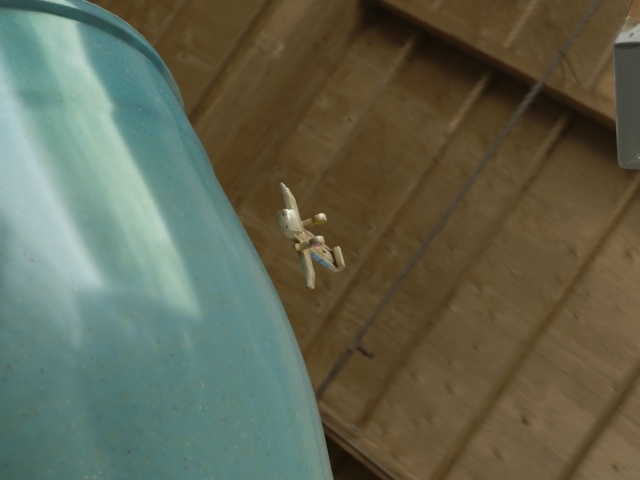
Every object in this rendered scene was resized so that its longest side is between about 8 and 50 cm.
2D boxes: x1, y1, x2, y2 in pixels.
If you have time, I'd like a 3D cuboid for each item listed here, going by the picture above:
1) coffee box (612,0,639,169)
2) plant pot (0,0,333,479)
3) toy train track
[{"bbox_3d":[0.292,-0.152,0.837,0.141,0.098,0.246,5,-141,24],"label":"coffee box"},{"bbox_3d":[-0.111,0.095,0.440,0.271,0.271,0.255,-39,-115,8],"label":"plant pot"},{"bbox_3d":[0.000,0.000,0.553,0.014,0.083,0.048,-18,-107,11],"label":"toy train track"}]
